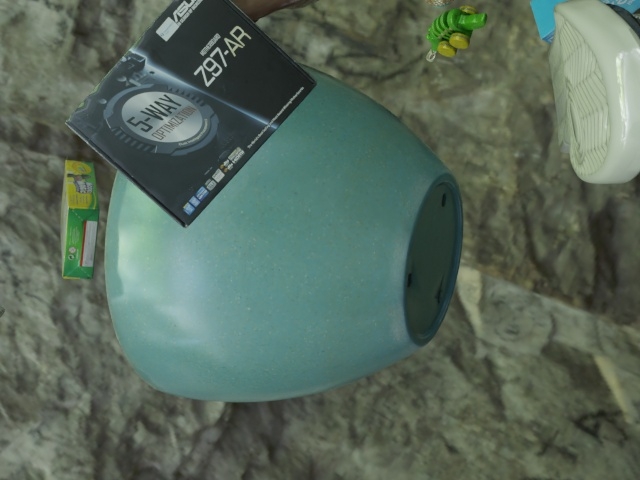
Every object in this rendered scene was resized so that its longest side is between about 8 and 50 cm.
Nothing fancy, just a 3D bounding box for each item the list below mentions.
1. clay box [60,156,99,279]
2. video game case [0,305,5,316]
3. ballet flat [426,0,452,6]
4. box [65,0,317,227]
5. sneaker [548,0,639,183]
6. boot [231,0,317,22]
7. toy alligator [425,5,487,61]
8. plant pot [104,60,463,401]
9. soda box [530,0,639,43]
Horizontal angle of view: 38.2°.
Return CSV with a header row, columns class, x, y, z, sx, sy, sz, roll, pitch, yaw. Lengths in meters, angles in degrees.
class,x,y,z,sx,sy,sz,roll,pitch,yaw
clay box,-0.398,-0.044,1.517,0.053,0.222,0.127,4,-64,-17
video game case,-0.602,0.067,1.396,0.023,0.212,0.193,-51,2,9
ballet flat,0.155,-0.433,1.333,0.073,0.206,0.067,-18,-27,3
box,-0.053,-0.058,0.386,0.067,0.018,0.083,43,-87,-7
sneaker,0.252,-0.120,0.683,0.350,0.148,0.131,-44,-54,-74
boot,-0.014,-0.189,0.641,0.106,0.114,0.037,-26,-84,-35
toy alligator,0.179,-0.302,1.348,0.051,0.190,0.056,22,-102,-15
plant pot,0.000,0.000,0.730,0.290,0.196,0.290,9,-90,-66
soda box,0.356,-0.317,1.104,0.067,0.071,0.210,20,-42,-32
